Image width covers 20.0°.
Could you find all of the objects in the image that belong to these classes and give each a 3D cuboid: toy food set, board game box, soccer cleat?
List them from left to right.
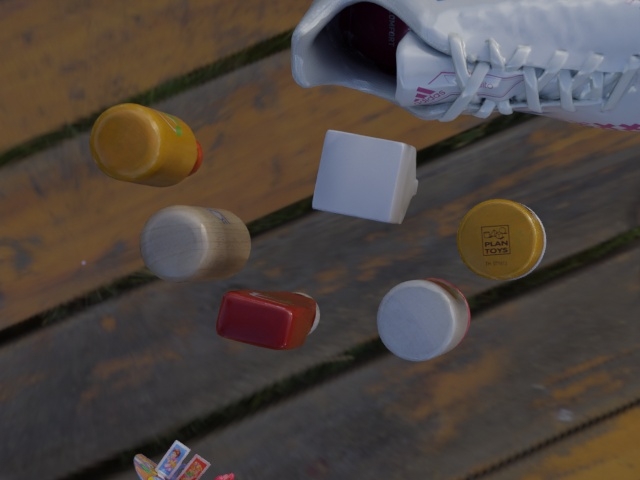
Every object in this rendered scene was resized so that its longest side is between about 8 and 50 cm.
[{"bbox_3d":[-0.052,0.192,1.234,0.033,0.133,0.169,-49,126,2],"label":"board game box"},{"bbox_3d":[0.000,0.000,0.934,0.232,0.104,0.111,10,92,13],"label":"toy food set"},{"bbox_3d":[0.133,-0.119,1.242,0.331,0.143,0.116,9,121,27],"label":"soccer cleat"}]
